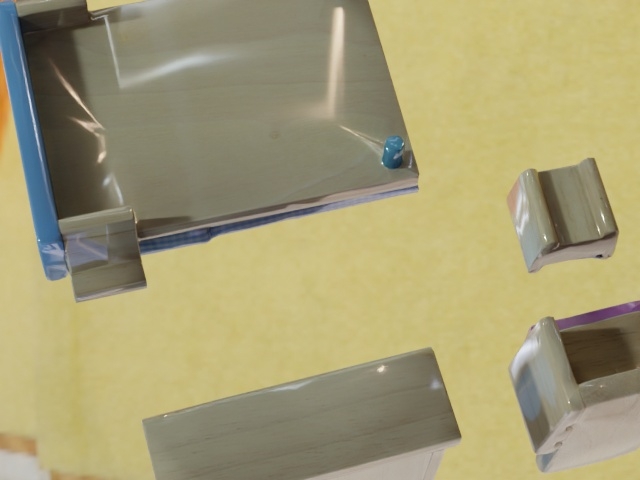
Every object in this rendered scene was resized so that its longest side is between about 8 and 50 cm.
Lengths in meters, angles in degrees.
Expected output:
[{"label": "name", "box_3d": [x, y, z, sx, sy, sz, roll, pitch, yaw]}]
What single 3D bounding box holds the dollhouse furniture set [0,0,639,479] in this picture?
[{"label": "dollhouse furniture set", "box_3d": [0.000, 0.000, 0.867, 0.198, 0.286, 0.303, 97, 158, -66]}]
